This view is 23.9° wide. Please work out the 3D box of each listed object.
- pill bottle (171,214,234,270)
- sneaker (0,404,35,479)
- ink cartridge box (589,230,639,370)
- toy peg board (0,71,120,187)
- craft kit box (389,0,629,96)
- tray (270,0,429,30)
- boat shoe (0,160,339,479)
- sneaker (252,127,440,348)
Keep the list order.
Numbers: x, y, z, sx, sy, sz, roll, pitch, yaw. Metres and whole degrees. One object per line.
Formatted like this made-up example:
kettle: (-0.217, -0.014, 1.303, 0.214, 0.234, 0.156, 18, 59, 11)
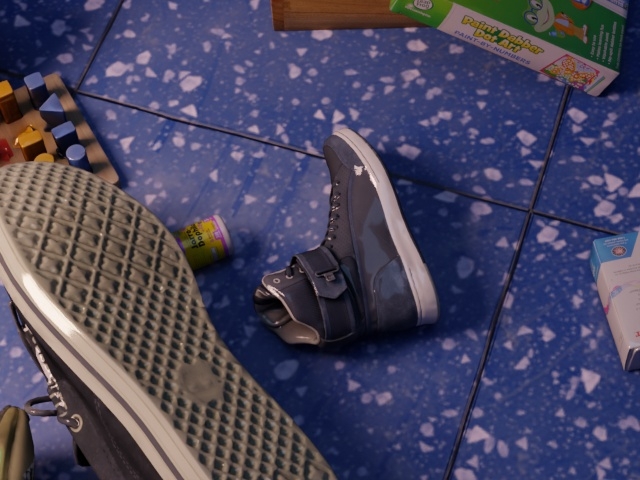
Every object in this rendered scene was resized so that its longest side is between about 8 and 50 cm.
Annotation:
pill bottle: (-0.130, 0.009, 1.487, 0.083, 0.043, 0.043, -23, 61, -11)
sneaker: (-0.229, 0.335, 1.275, 0.182, 0.158, 0.410, 10, 53, -28)
ink cartridge box: (0.315, 0.055, 1.437, 0.088, 0.052, 0.122, -10, 58, -3)
toy peg board: (-0.313, -0.098, 1.537, 0.160, 0.079, 0.161, -27, 62, -13)
craft kit box: (0.212, -0.305, 1.602, 0.246, 0.061, 0.250, 19, 60, -10)
tray: (0.047, -0.424, 1.719, 0.202, 0.076, 0.411, -1, 59, 1)
boat shoe: (-0.165, 0.124, 1.339, 0.186, 0.156, 0.500, -13, 54, -44)
sneaker: (0.000, 0.000, 1.462, 0.163, 0.086, 0.226, -17, 61, -10)
